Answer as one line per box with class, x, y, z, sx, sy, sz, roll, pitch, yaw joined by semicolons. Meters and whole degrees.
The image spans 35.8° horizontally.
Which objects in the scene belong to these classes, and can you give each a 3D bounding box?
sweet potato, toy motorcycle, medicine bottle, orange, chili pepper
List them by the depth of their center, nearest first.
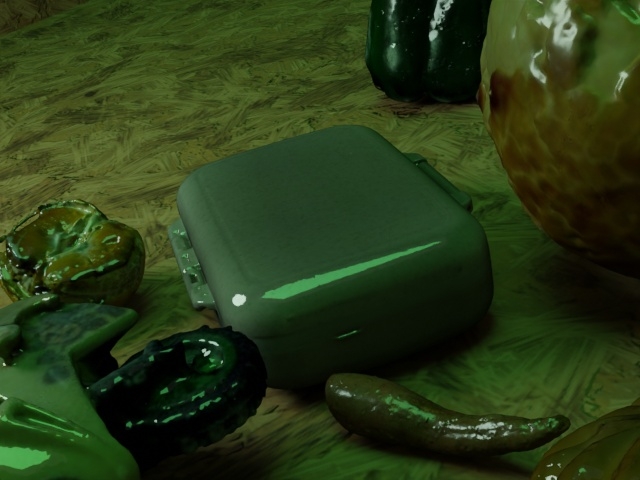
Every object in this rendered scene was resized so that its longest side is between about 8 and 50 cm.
sweet potato;0.086;0.137;0.749;0.214;0.050;0.050;6;32;39
toy motorcycle;-0.250;0.146;0.773;0.410;0.168;0.237;-6;20;27
medicine bottle;0.000;0.000;0.988;0.282;0.123;0.375;-19;25;-8
orange;-0.267;0.033;1.066;0.160;0.112;0.170;-5;48;-8
chili pepper;0.181;-0.342;1.461;0.233;0.256;0.248;-3;24;-6

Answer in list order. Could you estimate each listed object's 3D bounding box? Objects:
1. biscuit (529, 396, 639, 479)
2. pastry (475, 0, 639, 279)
biscuit;0.248;0.114;0.512;0.326;0.107;0.326;-17;-7;-2
pastry;0.317;-0.124;0.825;0.389;0.312;0.388;11;-10;2
